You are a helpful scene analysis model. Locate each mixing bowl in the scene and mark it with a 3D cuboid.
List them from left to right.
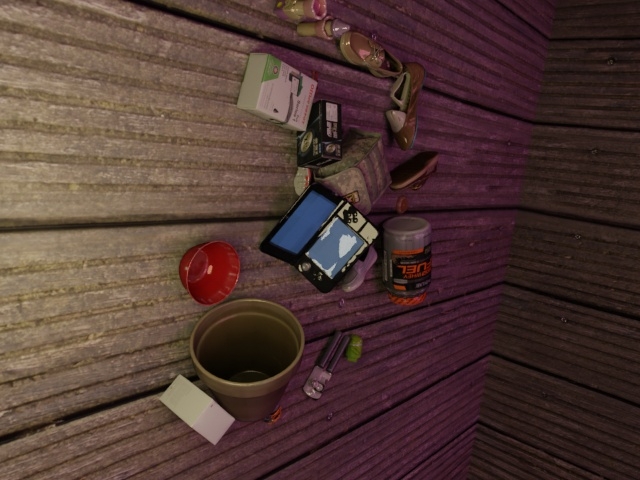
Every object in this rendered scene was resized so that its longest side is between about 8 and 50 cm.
[{"bbox_3d":[-0.324,0.081,1.472,0.181,0.098,0.182,-19,116,-47],"label":"mixing bowl"}]

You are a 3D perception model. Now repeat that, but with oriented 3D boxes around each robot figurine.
[{"bbox_3d":[0.138,0.438,2.173,0.101,0.066,0.115,-33,131,-74],"label":"robot figurine"}]

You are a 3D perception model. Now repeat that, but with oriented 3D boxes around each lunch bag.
[{"bbox_3d":[0.106,-0.209,1.834,0.287,0.168,0.235,-51,142,-26],"label":"lunch bag"}]

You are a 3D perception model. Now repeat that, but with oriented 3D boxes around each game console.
[{"bbox_3d":[0.000,0.000,1.703,0.293,0.250,0.173,-50,169,14],"label":"game console"}]

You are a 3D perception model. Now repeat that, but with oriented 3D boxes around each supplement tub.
[{"bbox_3d":[0.358,0.085,2.212,0.207,0.207,0.338,-29,123,-42],"label":"supplement tub"}]

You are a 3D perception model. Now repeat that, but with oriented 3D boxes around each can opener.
[{"bbox_3d":[0.023,0.484,2.063,0.281,0.074,0.093,-60,173,-15],"label":"can opener"}]

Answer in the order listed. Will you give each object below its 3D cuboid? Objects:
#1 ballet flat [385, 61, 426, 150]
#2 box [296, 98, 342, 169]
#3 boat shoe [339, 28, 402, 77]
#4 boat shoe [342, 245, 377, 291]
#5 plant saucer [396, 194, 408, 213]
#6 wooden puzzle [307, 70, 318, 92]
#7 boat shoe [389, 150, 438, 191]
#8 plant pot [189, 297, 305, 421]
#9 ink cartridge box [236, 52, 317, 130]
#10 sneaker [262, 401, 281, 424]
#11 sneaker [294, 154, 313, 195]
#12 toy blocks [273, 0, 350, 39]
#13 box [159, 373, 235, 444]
[{"bbox_3d":[0.320,-0.526,2.056,0.124,0.116,0.343,9,95,-31],"label":"ballet flat"},{"bbox_3d":[-0.005,-0.325,1.641,0.077,0.147,0.180,3,84,-33],"label":"box"},{"bbox_3d":[0.180,-0.647,1.840,0.302,0.098,0.109,13,92,-51],"label":"boat shoe"},{"bbox_3d":[0.142,0.100,2.069,0.228,0.079,0.081,-52,127,-33],"label":"boat shoe"},{"bbox_3d":[0.354,-0.153,2.280,0.083,0.015,0.084,-19,116,-46],"label":"plant saucer"},{"bbox_3d":[-0.026,-0.505,1.711,0.049,0.006,0.084,-12,111,-48],"label":"wooden puzzle"},{"bbox_3d":[0.397,-0.263,2.218,0.342,0.123,0.123,-40,129,-44],"label":"boat shoe"},{"bbox_3d":[-0.211,0.380,1.579,0.323,0.323,0.281,-36,144,-38],"label":"plant pot"},{"bbox_3d":[-0.122,-0.428,1.552,0.219,0.092,0.161,11,94,-51],"label":"ink cartridge box"},{"bbox_3d":[-0.162,0.557,1.747,0.084,0.083,0.215,-41,174,-25],"label":"sneaker"},{"bbox_3d":[-0.043,-0.222,1.745,0.064,0.061,0.158,-11,111,-55],"label":"sneaker"},{"bbox_3d":[-0.002,-0.746,1.459,0.308,0.260,0.289,20,87,-51],"label":"toy blocks"},{"bbox_3d":[-0.352,0.480,1.510,0.091,0.170,0.130,-50,134,-21],"label":"box"}]
